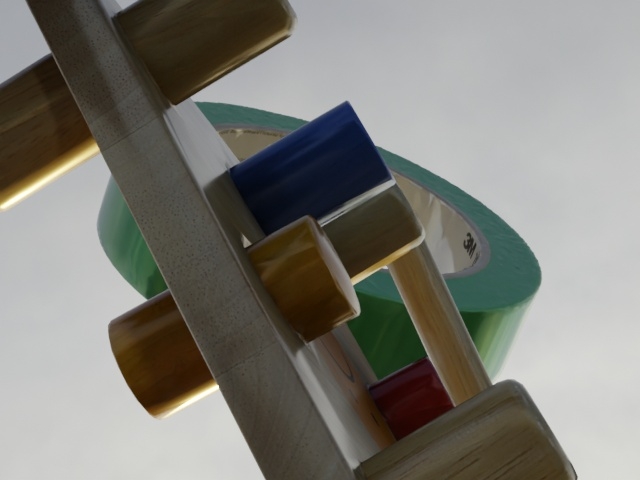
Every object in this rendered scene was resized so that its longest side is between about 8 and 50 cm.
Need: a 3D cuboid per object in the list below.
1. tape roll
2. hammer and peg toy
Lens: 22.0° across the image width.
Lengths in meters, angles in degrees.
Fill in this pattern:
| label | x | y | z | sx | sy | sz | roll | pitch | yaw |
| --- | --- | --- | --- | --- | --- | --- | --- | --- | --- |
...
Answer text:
| label | x | y | z | sx | sy | sz | roll | pitch | yaw |
| --- | --- | --- | --- | --- | --- | --- | --- | --- | --- |
| tape roll | 0.000 | 0.000 | 1.204 | 0.321 | 0.321 | 0.077 | 14 | -68 | -17 |
| hammer and peg toy | 0.009 | 0.066 | 0.630 | 0.127 | 0.266 | 0.361 | -31 | -28 | 3 |
